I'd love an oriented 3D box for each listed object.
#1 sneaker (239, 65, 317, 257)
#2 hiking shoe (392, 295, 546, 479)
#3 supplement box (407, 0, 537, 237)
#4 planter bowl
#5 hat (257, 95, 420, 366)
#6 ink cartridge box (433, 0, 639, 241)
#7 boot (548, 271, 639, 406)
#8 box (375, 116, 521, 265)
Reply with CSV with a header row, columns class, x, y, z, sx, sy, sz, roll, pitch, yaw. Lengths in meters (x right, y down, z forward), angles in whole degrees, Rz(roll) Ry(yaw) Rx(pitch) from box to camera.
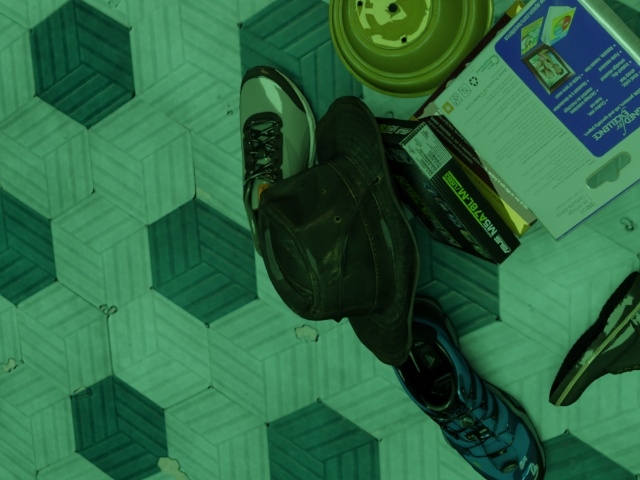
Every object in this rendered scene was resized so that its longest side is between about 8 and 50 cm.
class,x,y,z,sx,sy,sz,roll,pitch,yaw
sneaker,-0.061,-0.100,1.110,0.100,0.108,0.271,-6,97,23
hiking shoe,0.175,0.218,1.074,0.113,0.132,0.304,-40,86,21
supplement box,0.243,-0.145,0.982,0.191,0.129,0.194,44,111,7
planter bowl,0.099,-0.286,1.027,0.217,0.090,0.217,4,101,19
hat,0.000,0.000,0.986,0.134,0.331,0.331,-11,98,-14
ink cartridge box,0.249,-0.132,0.848,0.208,0.045,0.206,50,136,5
boot,0.390,0.156,1.023,0.137,0.077,0.198,34,111,5
box,0.130,-0.064,0.982,0.045,0.184,0.190,-44,110,-7
